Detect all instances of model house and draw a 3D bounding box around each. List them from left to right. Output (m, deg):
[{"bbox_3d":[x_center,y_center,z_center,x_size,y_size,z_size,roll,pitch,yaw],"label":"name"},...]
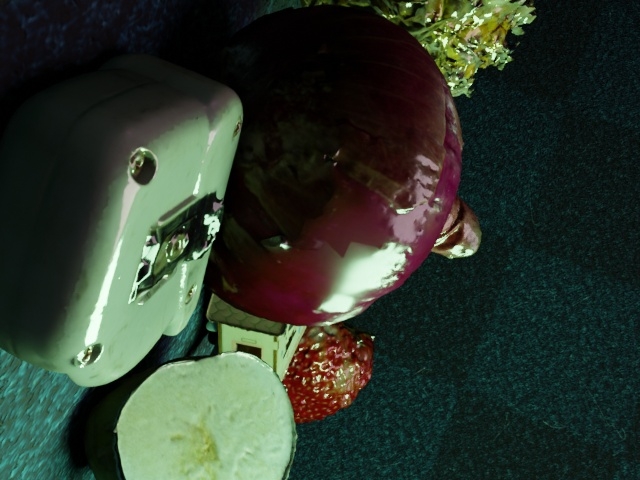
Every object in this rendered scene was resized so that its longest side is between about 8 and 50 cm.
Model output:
[{"bbox_3d":[-0.102,0.088,1.336,0.326,0.169,0.244,-63,164,-49],"label":"model house"}]

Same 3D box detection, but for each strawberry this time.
[{"bbox_3d":[-0.030,0.306,1.929,0.292,0.291,0.310,98,15,-63],"label":"strawberry"}]

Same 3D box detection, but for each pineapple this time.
[{"bbox_3d":[0.145,-0.356,1.053,0.352,0.352,0.300,89,25,-72],"label":"pineapple"}]

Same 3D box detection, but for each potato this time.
[{"bbox_3d":[-0.191,0.281,1.051,0.196,0.246,0.299,-29,167,34],"label":"potato"}]

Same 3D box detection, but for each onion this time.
[{"bbox_3d":[0.033,-0.059,0.884,0.347,0.385,0.348,-31,-131,44],"label":"onion"}]

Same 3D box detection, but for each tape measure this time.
[{"bbox_3d":[-0.163,-0.008,0.658,0.265,0.130,0.258,-54,166,-63],"label":"tape measure"}]
